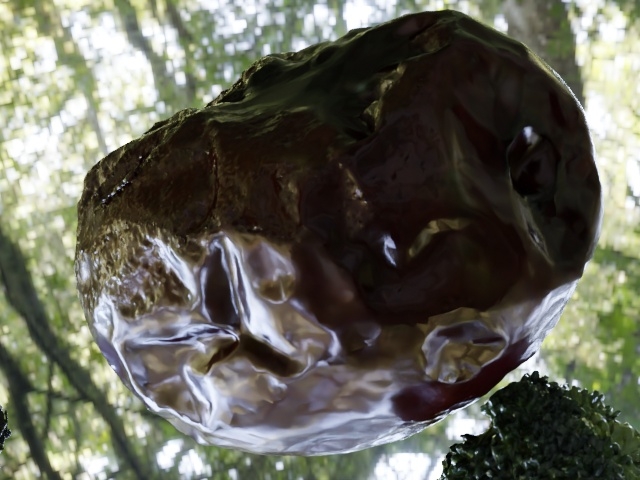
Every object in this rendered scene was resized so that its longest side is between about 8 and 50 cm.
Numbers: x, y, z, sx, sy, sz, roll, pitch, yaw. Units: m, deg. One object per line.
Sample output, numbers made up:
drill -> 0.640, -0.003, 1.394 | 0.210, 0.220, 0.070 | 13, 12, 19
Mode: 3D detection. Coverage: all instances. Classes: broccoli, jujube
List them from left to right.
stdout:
jujube -> -0.001, 0.001, 0.914 | 0.276, 0.377, 0.276 | 16, -117, -33
broccoli -> 0.154, 0.211, 0.907 | 0.198, 0.176, 0.226 | -17, -121, 29

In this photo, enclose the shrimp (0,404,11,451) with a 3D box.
shrimp -> -0.284, 0.194, 1.142 | 0.034, 0.091, 0.161 | 14, -124, -2
